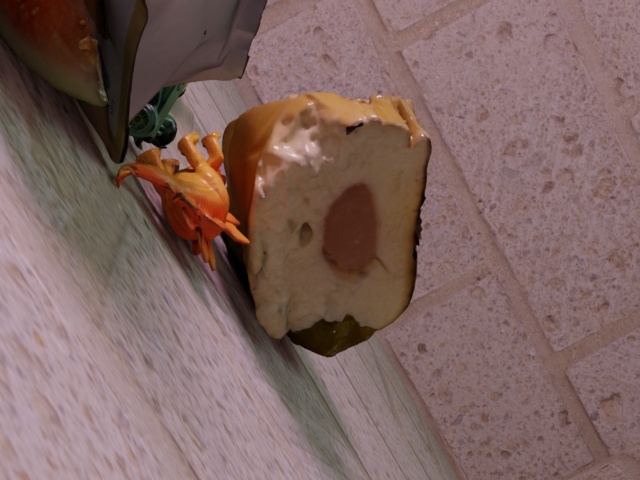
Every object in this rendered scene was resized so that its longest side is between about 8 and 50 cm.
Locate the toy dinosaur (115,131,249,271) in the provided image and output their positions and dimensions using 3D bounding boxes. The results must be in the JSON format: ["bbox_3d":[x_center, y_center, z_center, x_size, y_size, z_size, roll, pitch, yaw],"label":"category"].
[{"bbox_3d":[-0.109,-0.032,1.077,0.117,0.070,0.288,62,8,-2],"label":"toy dinosaur"}]

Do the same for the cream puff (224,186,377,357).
[{"bbox_3d":[-0.012,0.011,1.393,0.244,0.196,0.244,44,-34,41],"label":"cream puff"}]

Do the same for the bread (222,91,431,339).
[{"bbox_3d":[0.014,-0.033,1.170,0.211,0.183,0.224,135,-51,-72],"label":"bread"}]

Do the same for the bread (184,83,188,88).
[{"bbox_3d":[-0.136,-0.332,1.482,0.163,0.264,0.167,61,8,32],"label":"bread"}]

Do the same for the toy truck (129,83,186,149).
[{"bbox_3d":[-0.139,-0.157,1.082,0.078,0.154,0.080,32,2,9],"label":"toy truck"}]

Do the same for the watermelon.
[{"bbox_3d":[-0.189,-0.202,0.792,0.119,0.063,0.245,6,-70,62],"label":"watermelon"}]

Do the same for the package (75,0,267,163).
[{"bbox_3d":[-0.106,-0.228,0.877,0.221,0.165,0.311,63,-23,16],"label":"package"}]
